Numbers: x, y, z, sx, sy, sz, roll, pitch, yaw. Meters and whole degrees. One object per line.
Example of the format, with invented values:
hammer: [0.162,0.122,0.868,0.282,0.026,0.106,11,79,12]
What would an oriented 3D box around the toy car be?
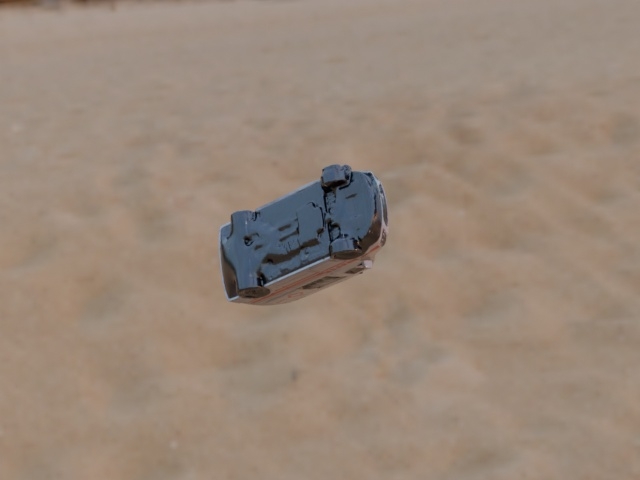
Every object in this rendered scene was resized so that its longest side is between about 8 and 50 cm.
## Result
toy car: [0.000,0.000,1.680,0.108,0.089,0.210,14,-29,-43]
